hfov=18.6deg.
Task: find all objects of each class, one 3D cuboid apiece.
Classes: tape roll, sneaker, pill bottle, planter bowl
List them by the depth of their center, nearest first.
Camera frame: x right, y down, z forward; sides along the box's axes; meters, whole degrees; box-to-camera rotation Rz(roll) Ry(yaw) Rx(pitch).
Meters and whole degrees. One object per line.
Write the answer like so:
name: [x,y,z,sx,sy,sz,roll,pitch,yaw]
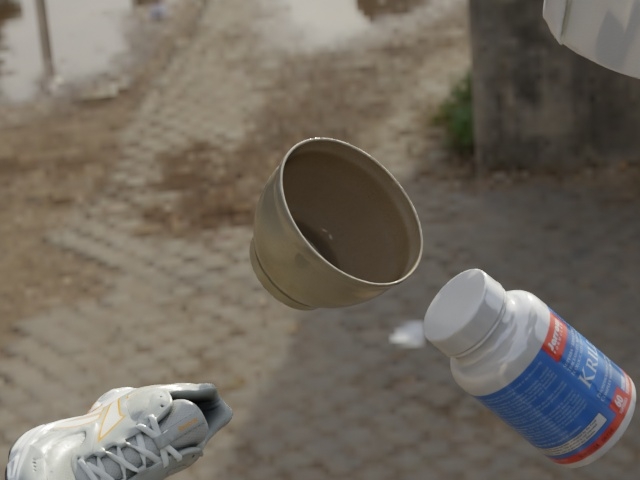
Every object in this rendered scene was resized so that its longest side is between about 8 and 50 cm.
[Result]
sneaker: [-0.164,0.174,1.645,0.121,0.099,0.262,-20,9,26]
planter bowl: [0.000,0.000,1.845,0.109,0.162,0.162,-43,-8,39]
tape roll: [0.361,-0.252,1.910,0.286,0.100,0.286,4,33,-2]
pill bottle: [0.214,0.130,2.034,0.124,0.221,0.124,-39,27,24]
